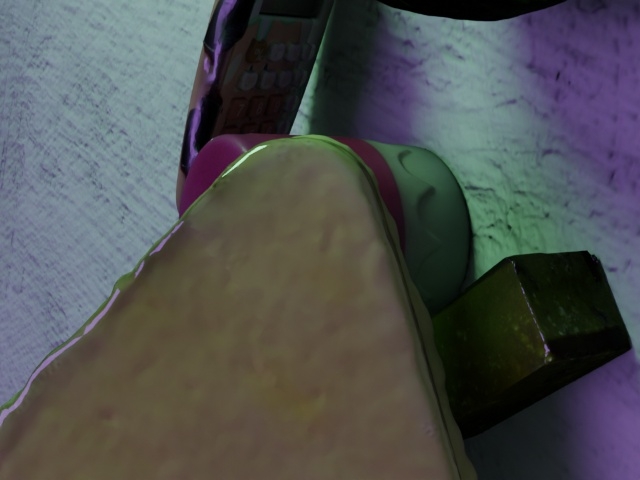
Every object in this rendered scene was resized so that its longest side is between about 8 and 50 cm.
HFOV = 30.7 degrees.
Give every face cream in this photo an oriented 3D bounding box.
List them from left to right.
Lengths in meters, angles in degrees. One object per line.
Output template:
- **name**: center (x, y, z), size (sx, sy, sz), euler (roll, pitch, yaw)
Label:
- **face cream**: center (0.000, 0.000, 0.977), size (0.175, 0.194, 0.175), euler (2, 93, 59)

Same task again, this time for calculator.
- **calculator**: center (-0.057, -0.157, 1.064), size (0.048, 0.220, 0.330), euler (21, 104, 14)

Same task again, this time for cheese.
- **cheese**: center (-0.024, 0.160, 0.819), size (0.104, 0.383, 0.384), euler (-56, -31, -83)

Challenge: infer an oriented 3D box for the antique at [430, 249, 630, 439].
- **antique**: center (0.123, 0.092, 0.880), size (0.221, 0.080, 0.081), euler (-46, 54, 50)

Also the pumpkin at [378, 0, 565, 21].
- **pumpkin**: center (0.102, -0.302, 0.751), size (0.323, 0.241, 0.323), euler (7, 98, 57)
